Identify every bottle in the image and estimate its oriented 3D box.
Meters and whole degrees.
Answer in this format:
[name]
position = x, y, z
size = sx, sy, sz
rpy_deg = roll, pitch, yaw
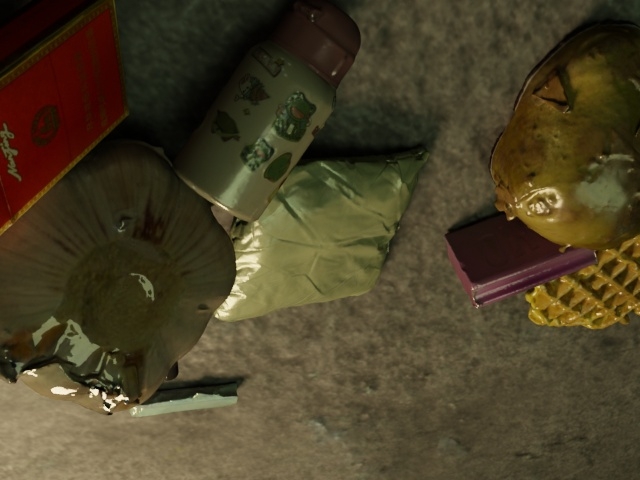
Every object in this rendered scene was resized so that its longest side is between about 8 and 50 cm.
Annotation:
[bottle]
position = -0.050, -0.152, 0.914
size = 0.120, 0.120, 0.253
rpy_deg = 32, 97, -41

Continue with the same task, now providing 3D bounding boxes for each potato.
[potato]
position = 0.384, -0.119, 1.094
size = 0.247, 0.196, 0.299
rpy_deg = 2, 130, -25

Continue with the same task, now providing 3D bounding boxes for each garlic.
[garlic]
position = -0.256, 0.037, 0.955
size = 0.322, 0.241, 0.321
rpy_deg = -27, 123, -52

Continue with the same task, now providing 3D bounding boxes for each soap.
[soap]
position = 0.303, 0.013, 1.241
size = 0.203, 0.122, 0.065
rpy_deg = -21, 137, -3

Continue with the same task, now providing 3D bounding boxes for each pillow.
[pillow]
position = -0.001, -0.001, 1.128
size = 0.274, 0.076, 0.280
rpy_deg = -7, 136, -29

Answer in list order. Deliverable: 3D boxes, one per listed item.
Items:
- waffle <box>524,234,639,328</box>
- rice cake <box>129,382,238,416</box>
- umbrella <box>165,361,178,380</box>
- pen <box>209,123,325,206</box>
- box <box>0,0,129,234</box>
[waffle]
position = 0.494, 0.059, 1.408
size = 0.329, 0.062, 0.329
rpy_deg = -12, 136, -12
[rice cake]
position = -0.223, 0.259, 1.339
size = 0.180, 0.030, 0.042
rpy_deg = -3, 132, -20
[umbrella]
position = -0.226, 0.121, 1.184
size = 0.052, 0.053, 0.250
rpy_deg = -10, 135, -16
[pen]
position = -0.091, -0.093, 1.047
size = 0.233, 0.032, 0.040
rpy_deg = -33, 159, 14
[box]
position = -0.285, -0.130, 0.791
size = 0.074, 0.239, 0.153
rpy_deg = 21, 136, 12
